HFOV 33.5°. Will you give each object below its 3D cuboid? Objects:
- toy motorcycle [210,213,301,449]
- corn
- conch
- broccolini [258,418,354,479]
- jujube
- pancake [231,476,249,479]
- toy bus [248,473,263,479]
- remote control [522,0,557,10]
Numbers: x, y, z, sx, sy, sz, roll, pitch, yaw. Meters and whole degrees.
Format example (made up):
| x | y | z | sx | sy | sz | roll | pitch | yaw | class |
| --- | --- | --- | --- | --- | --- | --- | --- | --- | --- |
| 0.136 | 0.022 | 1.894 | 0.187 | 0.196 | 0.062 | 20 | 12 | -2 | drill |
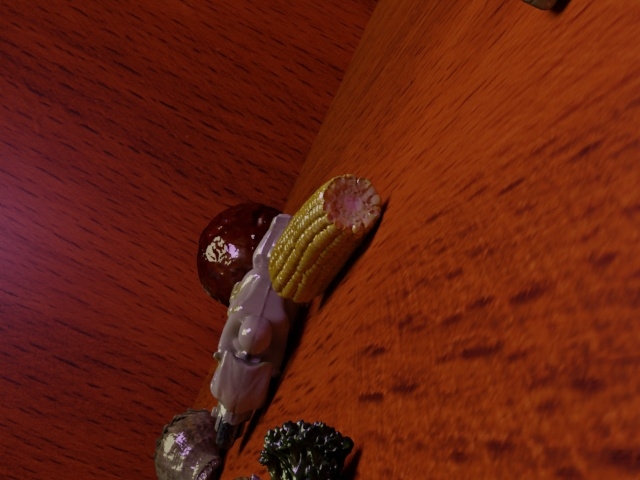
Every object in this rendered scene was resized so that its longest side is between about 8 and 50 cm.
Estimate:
| x | y | z | sx | sy | sz | roll | pitch | yaw | class |
| --- | --- | --- | --- | --- | --- | --- | --- | --- | --- |
| -0.091 | 0.127 | 1.544 | 0.223 | 0.108 | 0.341 | 107 | 179 | -69 | toy motorcycle |
| 0.000 | 0.000 | 1.364 | 0.244 | 0.093 | 0.093 | -55 | 12 | 56 | corn |
| -0.199 | 0.363 | 1.714 | 0.207 | 0.130 | 0.155 | -131 | 30 | -60 | conch |
| -0.055 | 0.282 | 0.724 | 0.392 | 0.074 | 0.079 | -69 | 0 | -47 | broccolini |
| -0.122 | 0.022 | 1.895 | 0.197 | 0.197 | 0.290 | -63 | 5 | 15 | jujube |
| -0.131 | 0.383 | 1.227 | 0.212 | 0.029 | 0.235 | 169 | 124 | -81 | pancake |
| -0.062 | 0.265 | 0.952 | 0.052 | 0.058 | 0.102 | -62 | 1 | 27 | toy bus |
| 0.227 | -0.296 | 0.856 | 0.233 | 0.038 | 0.098 | -61 | 7 | 21 | remote control |
